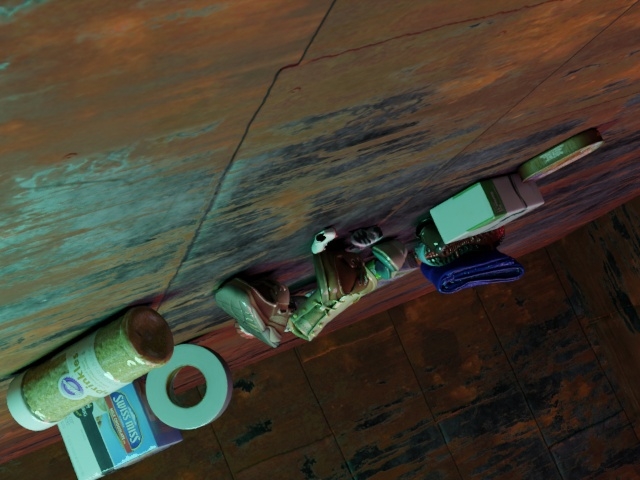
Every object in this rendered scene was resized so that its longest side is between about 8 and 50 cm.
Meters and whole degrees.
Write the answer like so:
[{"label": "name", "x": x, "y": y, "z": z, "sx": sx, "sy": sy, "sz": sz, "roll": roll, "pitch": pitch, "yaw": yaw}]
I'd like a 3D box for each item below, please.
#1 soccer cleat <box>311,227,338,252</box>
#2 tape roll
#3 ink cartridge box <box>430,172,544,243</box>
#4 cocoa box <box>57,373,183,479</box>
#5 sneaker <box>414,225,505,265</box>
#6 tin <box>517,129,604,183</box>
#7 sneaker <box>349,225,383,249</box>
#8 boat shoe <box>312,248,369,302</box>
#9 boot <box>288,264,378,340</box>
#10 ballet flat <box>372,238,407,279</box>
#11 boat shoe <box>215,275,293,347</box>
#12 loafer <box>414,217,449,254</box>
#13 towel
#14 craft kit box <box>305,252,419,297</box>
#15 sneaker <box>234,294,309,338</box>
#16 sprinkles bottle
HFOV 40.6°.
[{"label": "soccer cleat", "x": 0.000, "y": 0.000, "z": 1.625, "sx": 0.035, "sy": 0.029, "sz": 0.083, "roll": -5, "pitch": 158, "yaw": -36}, {"label": "tape roll", "x": -0.343, "y": 0.382, "z": 2.270, "sx": 0.219, "sy": 0.219, "sz": 0.072, "roll": -24, "pitch": 169, "yaw": 3}, {"label": "ink cartridge box", "x": 0.368, "y": -0.075, "z": 1.898, "sx": 0.208, "sy": 0.087, "sz": 0.153, "roll": -15, "pitch": 168, "yaw": -44}, {"label": "cocoa box", "x": -0.555, "y": 0.509, "z": 2.412, "sx": 0.227, "sy": 0.232, "sz": 0.347, "roll": -24, "pitch": 170, "yaw": -2}, {"label": "sneaker", "x": 0.361, "y": -0.008, "z": 2.284, "sx": 0.261, "sy": 0.104, "sz": 0.125, "roll": -16, "pitch": -175, "yaw": -20}, {"label": "tin", "x": 0.505, "y": -0.178, "z": 1.825, "sx": 0.189, "sy": 0.040, "sz": 0.106, "roll": -29, "pitch": 173, "yaw": 27}, {"label": "sneaker", "x": 0.079, "y": 0.004, "z": 1.785, "sx": 0.069, "sy": 0.038, "sz": 0.098, "roll": -33, "pitch": 166, "yaw": 39}, {"label": "boat shoe", "x": 0.045, "y": 0.062, "z": 1.783, "sx": 0.104, "sy": 0.111, "sz": 0.307, "roll": -8, "pitch": -177, "yaw": 4}, {"label": "boot", "x": 0.023, "y": 0.148, "z": 2.108, "sx": 0.203, "sy": 0.095, "sz": 0.262, "roll": -42, "pitch": -177, "yaw": -20}, {"label": "ballet flat", "x": 0.171, "y": 0.035, "z": 2.093, "sx": 0.086, "sy": 0.086, "sz": 0.248, "roll": -23, "pitch": 171, "yaw": -4}, {"label": "boat shoe", "x": -0.129, "y": 0.126, "z": 1.803, "sx": 0.116, "sy": 0.123, "sz": 0.324, "roll": -56, "pitch": 165, "yaw": -11}, {"label": "loafer", "x": 0.262, "y": -0.023, "z": 2.005, "sx": 0.080, "sy": 0.078, "sz": 0.220, "roll": -53, "pitch": 180, "yaw": 3}, {"label": "towel", "x": 0.395, "y": 0.065, "z": 2.321, "sx": 0.227, "sy": 0.076, "sz": 0.308, "roll": -11, "pitch": -173, "yaw": -2}, {"label": "craft kit box", "x": 0.120, "y": 0.113, "z": 2.415, "sx": 0.246, "sy": 0.061, "sz": 0.249, "roll": -32, "pitch": 168, "yaw": 27}, {"label": "sneaker", "x": -0.104, "y": 0.188, "z": 2.192, "sx": 0.225, "sy": 0.088, "sz": 0.092, "roll": -17, "pitch": 165, "yaw": -39}, {"label": "sprinkles bottle", "x": -0.436, "y": 0.243, "z": 1.623, "sx": 0.355, "sy": 0.121, "sz": 0.121, "roll": -30, "pitch": 168, "yaw": 28}]
